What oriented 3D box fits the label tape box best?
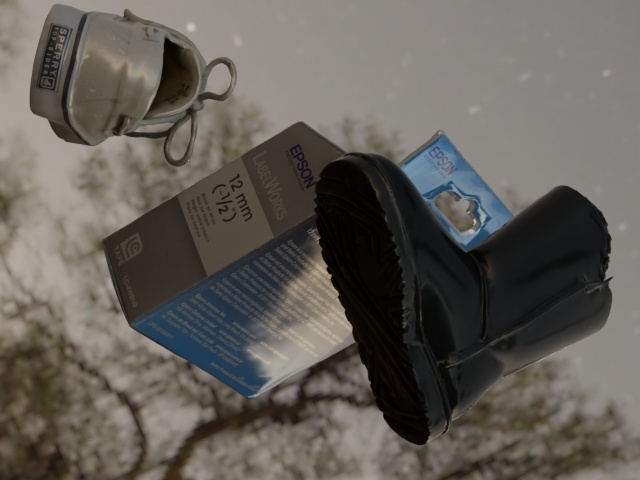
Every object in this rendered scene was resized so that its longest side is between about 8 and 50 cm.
[{"bbox_3d":[0.000,0.000,1.725,0.249,0.347,0.115,40,21,-56],"label":"label tape box"}]

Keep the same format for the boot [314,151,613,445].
[{"bbox_3d":[0.114,0.006,1.302,0.094,0.207,0.246,21,-45,50],"label":"boot"}]

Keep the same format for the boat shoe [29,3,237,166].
[{"bbox_3d":[-0.156,-0.144,1.600,0.367,0.156,0.136,130,-27,-89],"label":"boat shoe"}]
